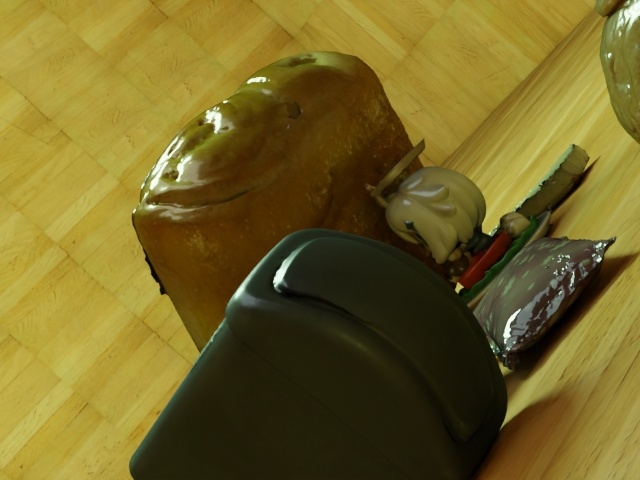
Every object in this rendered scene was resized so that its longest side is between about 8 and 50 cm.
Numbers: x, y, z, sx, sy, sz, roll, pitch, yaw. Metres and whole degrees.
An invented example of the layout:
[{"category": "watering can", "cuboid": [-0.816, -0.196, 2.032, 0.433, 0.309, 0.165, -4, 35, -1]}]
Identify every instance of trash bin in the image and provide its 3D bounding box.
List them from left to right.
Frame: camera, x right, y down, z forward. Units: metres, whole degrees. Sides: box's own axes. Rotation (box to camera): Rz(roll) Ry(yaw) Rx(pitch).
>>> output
[{"category": "trash bin", "cuboid": [0.000, 0.109, 1.019, 0.236, 0.177, 0.101, -51, 0, 41]}]

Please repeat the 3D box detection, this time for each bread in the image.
[{"category": "bread", "cuboid": [0.006, 0.000, 1.572, 0.148, 0.337, 0.328, 1, 33, 43]}, {"category": "bread", "cuboid": [0.207, -0.030, 1.625, 0.153, 0.028, 0.068, -48, 0, 33]}]

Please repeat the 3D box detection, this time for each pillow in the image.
[{"category": "pillow", "cuboid": [0.148, 0.036, 1.148, 0.118, 0.043, 0.185, -48, 1, -4]}]

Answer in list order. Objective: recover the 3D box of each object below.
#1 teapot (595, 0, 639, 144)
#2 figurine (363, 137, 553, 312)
[{"category": "teapot", "cuboid": [0.239, -0.154, 0.979, 0.203, 0.167, 0.311, -48, 0, 24]}, {"category": "figurine", "cuboid": [0.120, -0.025, 1.506, 0.132, 0.154, 0.132, -48, 1, 2]}]
